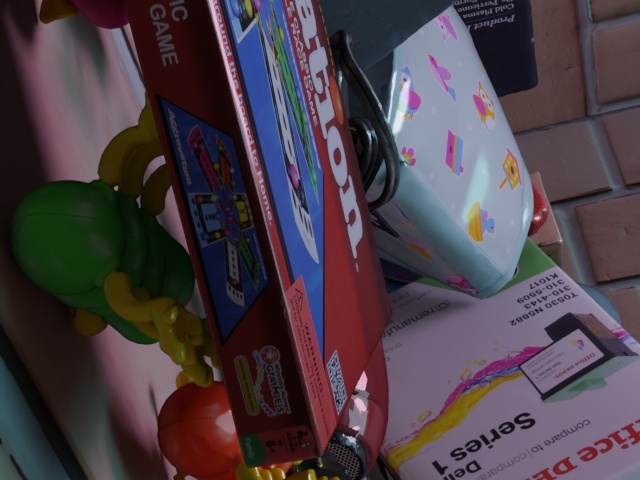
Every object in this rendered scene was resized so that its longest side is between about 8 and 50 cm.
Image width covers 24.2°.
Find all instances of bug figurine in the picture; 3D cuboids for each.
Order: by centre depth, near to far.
[{"bbox_3d":[-0.053,-0.032,0.535,0.216,0.072,0.279,51,31,-66],"label":"bug figurine"}]

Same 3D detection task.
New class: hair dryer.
[{"bbox_3d":[0.011,0.021,0.749,0.293,0.080,0.223,-166,-94,-81],"label":"hair dryer"}]

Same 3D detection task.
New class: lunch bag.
[{"bbox_3d":[0.049,-0.096,1.134,0.223,0.160,0.262,45,23,-46],"label":"lunch bag"}]

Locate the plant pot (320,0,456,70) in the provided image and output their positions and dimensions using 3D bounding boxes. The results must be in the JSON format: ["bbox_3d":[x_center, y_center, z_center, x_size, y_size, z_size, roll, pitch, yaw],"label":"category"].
[{"bbox_3d":[0.009,-0.306,0.897,0.252,0.247,0.248,36,27,-41],"label":"plant pot"}]

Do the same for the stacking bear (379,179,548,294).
[{"bbox_3d":[0.090,0.065,1.376,0.164,0.175,0.289,-117,-156,-53],"label":"stacking bear"}]

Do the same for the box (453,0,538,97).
[{"bbox_3d":[0.068,-0.474,1.840,0.472,0.297,0.480,73,6,-58],"label":"box"}]

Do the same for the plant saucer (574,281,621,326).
[{"bbox_3d":[0.185,0.154,1.648,0.044,0.317,0.317,47,18,-24],"label":"plant saucer"}]

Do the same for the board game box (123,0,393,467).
[{"bbox_3d":[-0.029,-0.088,0.459,0.145,0.027,0.281,-54,131,-74],"label":"board game box"}]

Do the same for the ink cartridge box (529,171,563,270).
[{"bbox_3d":[0.129,0.031,1.548,0.193,0.235,0.088,70,8,-64],"label":"ink cartridge box"}]

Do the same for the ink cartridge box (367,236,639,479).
[{"bbox_3d":[0.141,0.139,1.103,0.278,0.201,0.117,50,-17,52],"label":"ink cartridge box"}]
